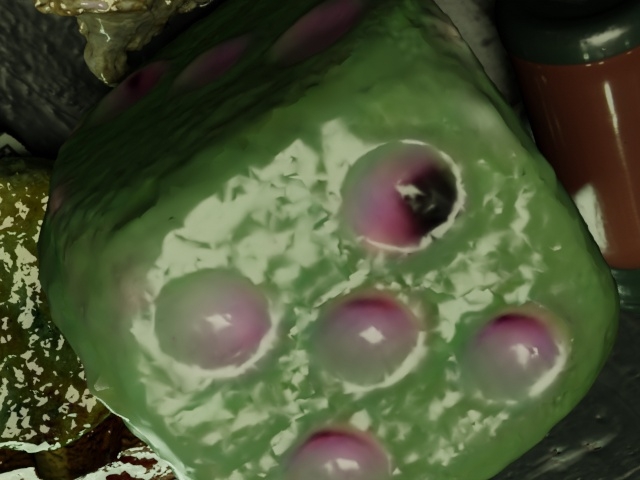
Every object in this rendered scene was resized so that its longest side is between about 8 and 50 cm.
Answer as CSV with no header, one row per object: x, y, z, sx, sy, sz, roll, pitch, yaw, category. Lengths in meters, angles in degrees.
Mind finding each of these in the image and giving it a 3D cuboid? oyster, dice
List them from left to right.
-0.137,-0.191,0.908,0.163,0.081,0.191,-6,142,-13,oyster
0.000,0.000,0.880,0.330,0.322,0.318,-34,115,7,dice

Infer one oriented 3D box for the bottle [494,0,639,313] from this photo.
0.251,-0.076,0.996,0.144,0.144,0.336,-18,128,8,bottle

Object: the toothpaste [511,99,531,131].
0.107,-0.049,1.074,0.052,0.033,0.218,35,119,-28,toothpaste

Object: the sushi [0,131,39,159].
-0.370,-0.055,0.999,0.215,0.050,0.192,-37,141,7,sushi

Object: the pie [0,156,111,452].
-0.254,0.054,1.036,0.277,0.078,0.277,-10,114,-22,pie

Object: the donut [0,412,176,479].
-0.232,0.202,1.175,0.294,0.112,0.151,-8,150,-5,donut
